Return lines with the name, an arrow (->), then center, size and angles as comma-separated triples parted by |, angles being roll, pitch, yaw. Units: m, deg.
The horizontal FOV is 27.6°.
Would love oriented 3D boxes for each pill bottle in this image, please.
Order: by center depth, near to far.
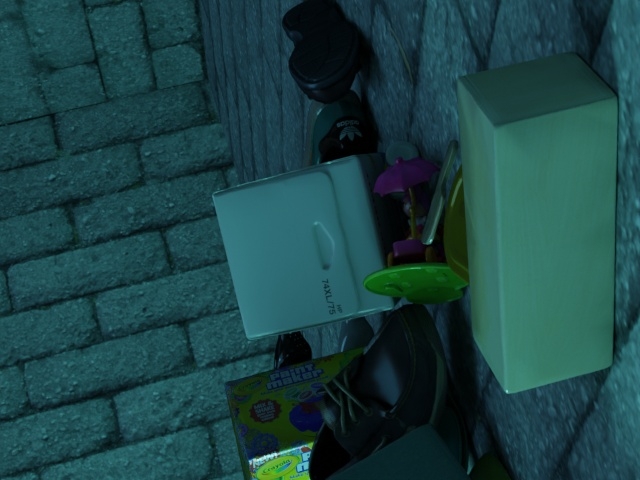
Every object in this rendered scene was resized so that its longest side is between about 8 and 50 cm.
pill bottle -> 0.104, -0.087, 1.671 | 0.083, 0.043, 0.043 | 88, 166, -57

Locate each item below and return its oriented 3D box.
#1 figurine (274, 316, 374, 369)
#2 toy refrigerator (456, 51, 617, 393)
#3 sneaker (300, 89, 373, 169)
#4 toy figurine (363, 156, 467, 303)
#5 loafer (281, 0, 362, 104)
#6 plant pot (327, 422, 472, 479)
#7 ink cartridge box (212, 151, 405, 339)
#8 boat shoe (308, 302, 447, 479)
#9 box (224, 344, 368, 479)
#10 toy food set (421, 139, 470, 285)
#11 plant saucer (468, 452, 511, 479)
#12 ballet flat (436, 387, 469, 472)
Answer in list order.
figurine -> 0.003, 0.112, 2.118 | 0.092, 0.214, 0.210 | 9, 107, 54
toy refrigerator -> 0.179, -0.012, 1.081 | 0.094, 0.102, 0.270 | -115, 13, -53
sneaker -> 0.028, -0.082, 1.969 | 0.302, 0.108, 0.121 | 88, 170, -49
toy figurine -> 0.119, -0.019, 1.568 | 0.173, 0.130, 0.159 | 37, -132, -63
loafer -> 0.013, -0.260, 1.873 | 0.302, 0.109, 0.095 | -105, -12, -60
plant pot -> 0.113, 0.429, 1.579 | 0.252, 0.247, 0.248 | 44, 152, 40
ink cartridge box -> 0.000, 0.000, 1.732 | 0.270, 0.197, 0.198 | -24, -80, -79
boat shoe -> 0.067, 0.228, 1.707 | 0.132, 0.130, 0.355 | -118, 31, -41
box -> 0.021, 0.340, 2.080 | 0.177, 0.289, 0.279 | -113, 12, -49
toy food set -> 0.175, -0.022, 1.257 | 0.218, 0.071, 0.128 | -133, 54, -70
plant saucer -> 0.228, 0.390, 1.649 | 0.241, 0.037, 0.241 | 166, 90, -81
ballet flat -> 0.155, 0.235, 1.802 | 0.087, 0.083, 0.247 | 35, -145, -64
